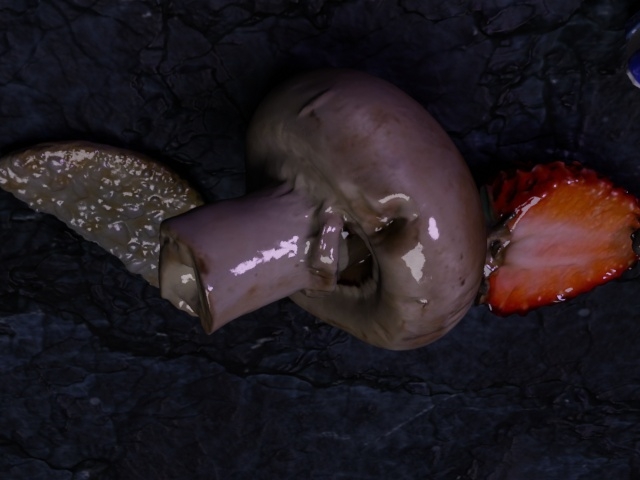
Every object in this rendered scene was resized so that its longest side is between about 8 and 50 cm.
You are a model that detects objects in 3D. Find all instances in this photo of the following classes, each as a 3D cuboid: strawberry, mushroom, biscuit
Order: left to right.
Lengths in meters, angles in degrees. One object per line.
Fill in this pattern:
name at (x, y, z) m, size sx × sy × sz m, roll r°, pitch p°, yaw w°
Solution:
biscuit at (-0.201, -0.037, 1.414) m, size 0.141 × 0.038 × 0.289 m, roll -34°, pitch 126°, yaw 28°
mushroom at (0.000, 0.000, 1.250) m, size 0.290 × 0.292 × 0.293 m, roll -33°, pitch 143°, yaw -30°
strawberry at (0.237, -0.020, 1.392) m, size 0.236 × 0.111 × 0.190 m, roll 0°, pitch 128°, yaw -32°

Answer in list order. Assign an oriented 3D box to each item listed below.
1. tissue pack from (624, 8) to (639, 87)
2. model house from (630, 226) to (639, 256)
tissue pack at (0.429, -0.216, 1.170) m, size 0.209 × 0.137 × 0.270 m, roll 24°, pitch 133°, yaw -21°
model house at (0.471, 0.035, 1.363) m, size 0.278 × 0.205 × 0.218 m, roll 35°, pitch 124°, yaw -26°
